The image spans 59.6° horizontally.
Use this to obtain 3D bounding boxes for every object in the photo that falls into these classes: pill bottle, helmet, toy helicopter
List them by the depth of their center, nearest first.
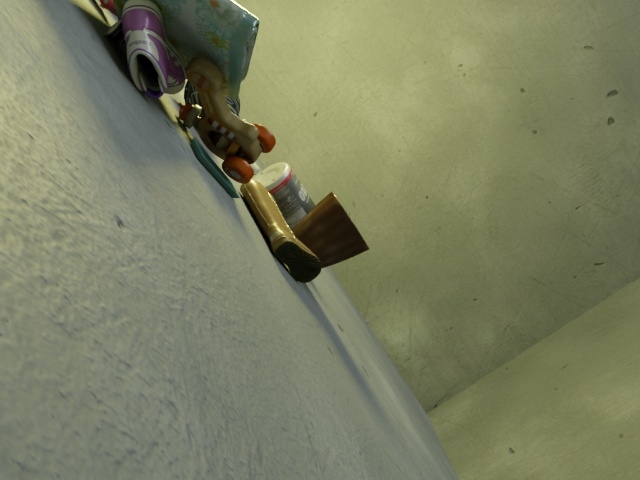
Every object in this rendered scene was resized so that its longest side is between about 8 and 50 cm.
[{"bbox_3d":[-0.256,-0.305,1.338,0.234,0.140,0.355,25,-22,16],"label":"toy helicopter"},{"bbox_3d":[-0.310,-0.399,1.601,0.169,0.169,0.161,57,-15,-3],"label":"helmet"},{"bbox_3d":[-0.109,-0.116,1.953,0.283,0.161,0.161,55,2,-30],"label":"pill bottle"}]

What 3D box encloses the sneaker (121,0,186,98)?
[{"bbox_3d":[-0.350,-0.349,1.176,0.282,0.102,0.161,79,2,-75],"label":"sneaker"}]

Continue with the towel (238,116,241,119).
[{"bbox_3d":[-0.384,-0.493,2.203,0.308,0.076,0.228,58,10,-42],"label":"towel"}]

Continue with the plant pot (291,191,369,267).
[{"bbox_3d":[0.000,0.000,1.749,0.215,0.230,0.215,56,3,-4],"label":"plant pot"}]

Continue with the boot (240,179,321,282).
[{"bbox_3d":[-0.112,-0.029,1.614,0.270,0.089,0.236,57,1,39],"label":"boot"}]

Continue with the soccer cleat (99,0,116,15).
[{"bbox_3d":[-0.514,-0.630,1.250,0.248,0.095,0.083,56,2,-19],"label":"soccer cleat"}]

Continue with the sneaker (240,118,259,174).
[{"bbox_3d":[-0.300,-0.372,2.056,0.292,0.118,0.110,57,0,-23],"label":"sneaker"}]

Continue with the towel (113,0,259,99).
[{"bbox_3d":[-0.301,-0.463,1.222,0.320,0.090,0.374,28,-12,-9],"label":"towel"}]

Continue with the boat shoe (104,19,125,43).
[{"bbox_3d":[-0.417,-0.427,1.157,0.038,0.046,0.125,50,-4,-26],"label":"boat shoe"}]

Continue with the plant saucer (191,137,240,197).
[{"bbox_3d":[-0.255,-0.169,1.358,0.067,0.018,0.192,58,3,34],"label":"plant saucer"}]
